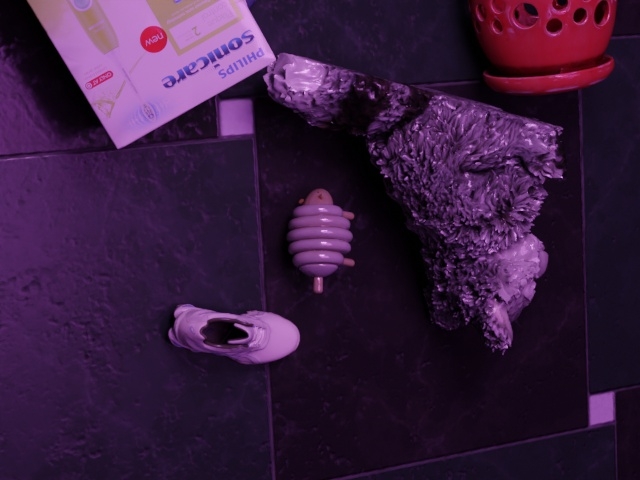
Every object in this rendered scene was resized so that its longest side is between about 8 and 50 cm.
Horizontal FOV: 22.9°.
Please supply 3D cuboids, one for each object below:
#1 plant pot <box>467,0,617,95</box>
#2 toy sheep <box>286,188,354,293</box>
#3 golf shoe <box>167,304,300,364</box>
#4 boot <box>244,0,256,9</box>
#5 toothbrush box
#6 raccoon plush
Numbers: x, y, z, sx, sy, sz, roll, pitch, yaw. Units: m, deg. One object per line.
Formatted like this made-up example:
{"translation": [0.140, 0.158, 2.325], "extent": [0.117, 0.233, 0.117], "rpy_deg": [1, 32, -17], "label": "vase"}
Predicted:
{"translation": [0.286, -0.280, 2.016], "extent": [0.191, 0.191, 0.174], "rpy_deg": [-15, 105, -27], "label": "plant pot"}
{"translation": [0.000, 0.000, 1.950], "extent": [0.091, 0.091, 0.132], "rpy_deg": [3, 75, -29], "label": "toy sheep"}
{"translation": [-0.093, 0.119, 1.912], "extent": [0.176, 0.086, 0.069], "rpy_deg": [6, 91, -31], "label": "golf shoe"}
{"translation": [-0.134, -0.351, 1.857], "extent": [0.086, 0.069, 0.190], "rpy_deg": [-51, 119, -30], "label": "boot"}
{"translation": [-0.209, -0.280, 1.748], "extent": [0.206, 0.122, 0.283], "rpy_deg": [-29, 111, 1], "label": "toothbrush box"}
{"translation": [0.101, -0.042, 1.969], "extent": [0.446, 0.216, 0.299], "rpy_deg": [14, 98, -13], "label": "raccoon plush"}
